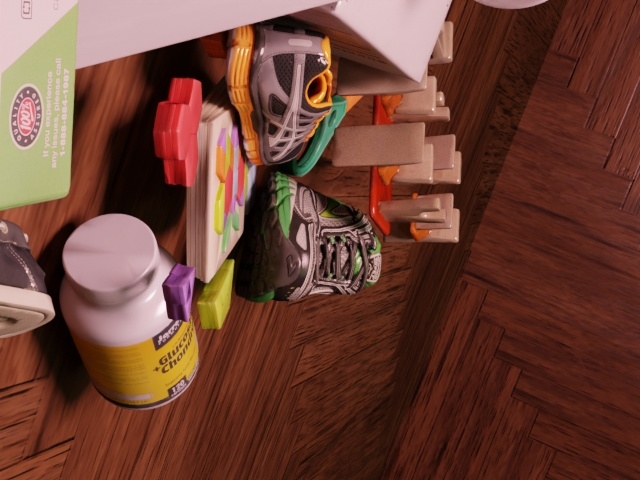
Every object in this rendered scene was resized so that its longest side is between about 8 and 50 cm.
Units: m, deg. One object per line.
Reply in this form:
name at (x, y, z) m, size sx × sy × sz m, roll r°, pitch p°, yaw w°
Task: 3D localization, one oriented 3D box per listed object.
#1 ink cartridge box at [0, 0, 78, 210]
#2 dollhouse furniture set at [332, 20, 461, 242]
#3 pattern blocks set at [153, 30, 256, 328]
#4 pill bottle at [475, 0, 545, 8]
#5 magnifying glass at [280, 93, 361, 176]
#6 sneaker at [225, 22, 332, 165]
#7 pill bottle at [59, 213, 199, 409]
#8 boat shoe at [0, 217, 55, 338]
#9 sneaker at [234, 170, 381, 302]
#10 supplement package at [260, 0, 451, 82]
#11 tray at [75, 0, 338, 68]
ink cartridge box at (-0.220, -0.102, 0.393) m, size 0.273 × 0.114 × 0.198 m, roll -26°, pitch 125°, yaw -65°
dollhouse furniture set at (0.072, -0.138, 1.098) m, size 0.262 × 0.135 × 0.259 m, roll 49°, pitch 43°, yaw -67°
pattern blocks set at (-0.086, -0.057, 0.862) m, size 0.325 × 0.026 × 0.285 m, roll -78°, pitch 172°, yaw -58°
pill bottle at (0.176, -0.294, 0.800) m, size 0.124 × 0.124 × 0.221 m, roll 93°, pitch 21°, yaw -49°
magnifying glass at (0.015, -0.159, 1.249) m, size 0.231 × 0.026 × 0.092 m, roll -51°, pitch 157°, yaw -44°
sneaker at (-0.027, -0.120, 0.861) m, size 0.215 × 0.083 × 0.084 m, roll 72°, pitch 17°, yaw -76°
pill bottle at (-0.163, 0.062, 0.850) m, size 0.103 × 0.103 × 0.184 m, roll -57°, pitch 161°, yaw -30°
boat shoe at (-0.248, 0.001, 0.597) m, size 0.233 × 0.084 × 0.079 m, roll 39°, pitch 37°, yaw -66°
sneaker at (0.000, 0.000, 1.106) m, size 0.343 × 0.146 × 0.134 m, roll -45°, pitch 152°, yaw -78°
supplement package at (0.009, -0.261, 0.831) m, size 0.178 × 0.175 × 0.293 m, roll -70°, pitch 164°, yaw 6°
tray at (-0.096, -0.181, 0.607) m, size 0.145 × 0.270 × 0.030 m, roll 85°, pitch -13°, yaw -58°
